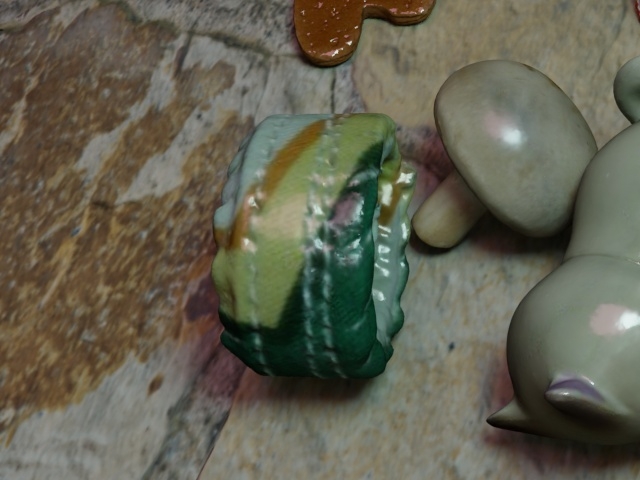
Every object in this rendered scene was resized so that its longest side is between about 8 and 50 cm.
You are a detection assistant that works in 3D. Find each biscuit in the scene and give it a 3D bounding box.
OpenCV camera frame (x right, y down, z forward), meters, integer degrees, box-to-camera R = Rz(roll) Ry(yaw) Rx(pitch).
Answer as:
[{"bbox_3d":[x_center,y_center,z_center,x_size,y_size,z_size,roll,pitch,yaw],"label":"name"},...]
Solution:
[{"bbox_3d":[0.060,-0.306,1.581,0.192,0.036,0.186,-6,58,10],"label":"biscuit"}]

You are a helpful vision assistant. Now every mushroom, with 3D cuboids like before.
[{"bbox_3d":[0.186,-0.078,1.325,0.215,0.207,0.207,-45,51,24],"label":"mushroom"}]

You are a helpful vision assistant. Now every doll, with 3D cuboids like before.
[{"bbox_3d":[0.321,0.034,1.180,0.226,0.215,0.370,27,73,-9],"label":"doll"}]

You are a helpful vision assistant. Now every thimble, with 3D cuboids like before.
[{"bbox_3d":[0.000,0.000,1.263,0.167,0.254,0.288,3,44,13],"label":"thimble"}]

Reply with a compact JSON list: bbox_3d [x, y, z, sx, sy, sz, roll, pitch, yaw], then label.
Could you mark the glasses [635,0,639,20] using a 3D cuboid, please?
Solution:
[{"bbox_3d":[0.412,-0.347,1.444,0.095,0.162,0.255,-17,55,-2],"label":"glasses"}]
